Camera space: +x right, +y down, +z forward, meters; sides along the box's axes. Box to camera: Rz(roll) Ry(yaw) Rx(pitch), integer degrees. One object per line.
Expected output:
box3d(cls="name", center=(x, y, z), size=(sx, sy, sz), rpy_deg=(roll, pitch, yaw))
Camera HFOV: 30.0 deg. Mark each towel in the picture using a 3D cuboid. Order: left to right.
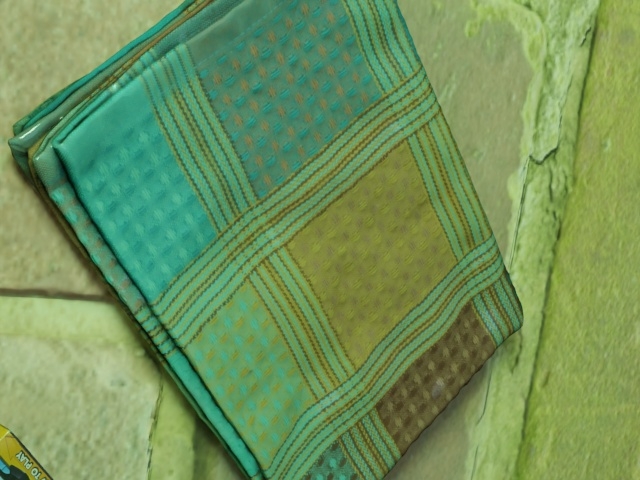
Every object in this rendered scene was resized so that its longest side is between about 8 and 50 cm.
box3d(cls="towel", center=(0.000, 0.000, 0.780), size=(0.271, 0.040, 0.370), rpy_deg=(-44, 125, -24))

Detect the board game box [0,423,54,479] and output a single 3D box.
box3d(cls="board game box", center=(-0.186, 0.202, 0.661), size=(0.141, 0.048, 0.170), rpy_deg=(-47, 125, -24))
